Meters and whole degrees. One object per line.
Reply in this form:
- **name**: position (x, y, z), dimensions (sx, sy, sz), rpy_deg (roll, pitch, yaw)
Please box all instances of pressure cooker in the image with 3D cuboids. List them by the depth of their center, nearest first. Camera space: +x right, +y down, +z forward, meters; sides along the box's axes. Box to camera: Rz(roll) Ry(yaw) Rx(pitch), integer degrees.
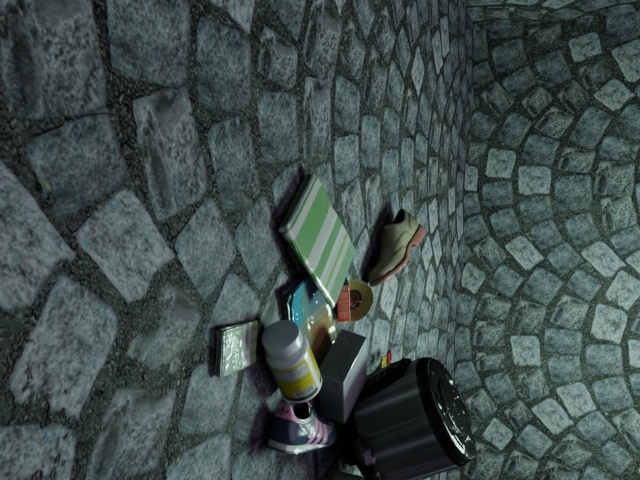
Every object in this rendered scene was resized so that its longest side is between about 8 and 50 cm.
- **pressure cooker**: position (0.261, 0.626, 1.804), dimensions (0.370, 0.420, 0.376), rpy_deg (47, 26, -33)

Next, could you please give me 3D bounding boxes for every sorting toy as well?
- **sorting toy**: position (0.251, 0.572, 2.155), dimensions (0.132, 0.046, 0.275), rpy_deg (-36, 125, -57)

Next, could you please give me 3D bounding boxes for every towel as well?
- **towel**: position (-0.196, 0.250, 1.253), dimensions (0.152, 0.023, 0.113), rpy_deg (-1, 96, -66)
- **towel**: position (0.000, 0.000, 1.540), dimensions (0.325, 0.038, 0.248), rpy_deg (60, 39, -37)
- **towel**: position (-0.017, 0.264, 1.589), dimensions (0.271, 0.040, 0.370), rpy_deg (-37, 126, -56)

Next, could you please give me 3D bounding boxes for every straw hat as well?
- **straw hat**: position (0.103, 0.194, 1.789), dimensions (0.061, 0.144, 0.145), rpy_deg (-137, -136, -74)

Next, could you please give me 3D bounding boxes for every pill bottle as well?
- **pill bottle**: position (-0.075, 0.313, 1.388), dimensions (0.119, 0.119, 0.208), rpy_deg (-59, 142, -44)

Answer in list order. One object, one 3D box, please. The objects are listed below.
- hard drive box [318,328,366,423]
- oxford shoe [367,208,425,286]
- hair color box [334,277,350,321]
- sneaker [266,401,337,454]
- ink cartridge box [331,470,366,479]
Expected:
- **hard drive box**: position (0.071, 0.423, 1.662), dimensions (0.181, 0.089, 0.232), rpy_deg (-53, 151, -41)
- **oxford shoe**: position (0.267, 0.026, 2.078), dimensions (0.146, 0.140, 0.397), rpy_deg (51, 45, -11)
- **hair color box**: position (0.065, 0.179, 1.688), dimensions (0.072, 0.043, 0.141), rpy_deg (-109, -166, -59)
- **sneaker**: position (-0.032, 0.510, 1.506), dimensions (0.319, 0.112, 0.131), rpy_deg (24, 74, -63)
- **ink cartridge box**: position (0.126, 0.941, 1.823), dimensions (0.289, 0.121, 0.211), rpy_deg (53, 46, -40)
